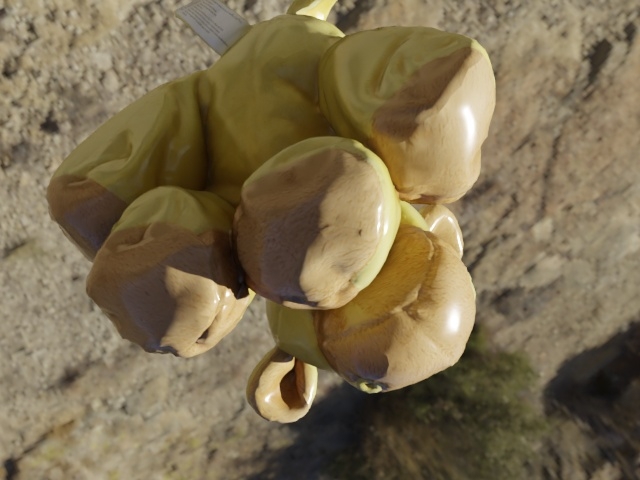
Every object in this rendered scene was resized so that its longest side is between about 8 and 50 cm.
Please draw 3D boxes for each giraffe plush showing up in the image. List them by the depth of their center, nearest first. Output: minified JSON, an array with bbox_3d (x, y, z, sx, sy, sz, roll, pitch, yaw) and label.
[{"bbox_3d":[0.000,0.000,0.495,0.181,0.210,0.170,-24,124,7],"label":"giraffe plush"}]
